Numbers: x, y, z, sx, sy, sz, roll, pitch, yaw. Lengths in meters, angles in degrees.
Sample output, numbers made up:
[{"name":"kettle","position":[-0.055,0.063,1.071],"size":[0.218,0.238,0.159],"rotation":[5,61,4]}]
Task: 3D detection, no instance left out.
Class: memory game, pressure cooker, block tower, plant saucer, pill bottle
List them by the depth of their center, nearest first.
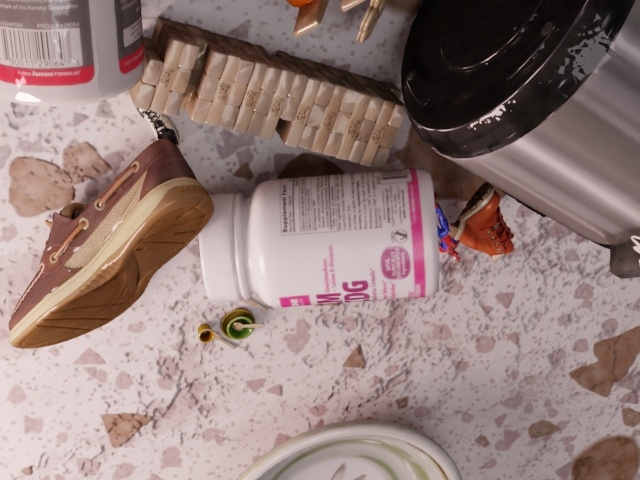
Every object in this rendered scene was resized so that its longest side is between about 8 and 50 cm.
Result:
[{"name":"pill bottle","position":[-0.276,-0.312,1.128],"size":[0.176,0.176,0.318],"rotation":[-7,120,-15]},{"name":"memory game","position":[0.086,-0.308,1.257],"size":[0.012,0.186,0.186],"rotation":[27,109,1]},{"name":"pressure cooker","position":[0.351,-0.179,1.290],"size":[0.420,0.375,0.369],"rotation":[26,107,-26]},{"name":"block tower","position":[-0.056,-0.174,1.326],"size":[0.336,0.097,0.091],"rotation":[11,114,-25]},{"name":"pill bottle","position":[0.000,0.000,1.372],"size":[0.283,0.160,0.160],"rotation":[-4,120,3]},{"name":"plant saucer","position":[0.017,0.414,1.667],"size":[0.401,0.100,0.400],"rotation":[-8,120,-14]}]

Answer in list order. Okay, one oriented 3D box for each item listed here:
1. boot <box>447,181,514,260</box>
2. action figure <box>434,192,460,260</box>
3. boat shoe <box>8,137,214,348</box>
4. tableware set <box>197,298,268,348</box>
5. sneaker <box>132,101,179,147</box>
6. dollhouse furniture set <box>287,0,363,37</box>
[{"name":"boot","position":[0.221,-0.021,1.434],"size":[0.085,0.158,0.059],"rotation":[37,77,9]},{"name":"action figure","position":[0.167,-0.014,1.527],"size":[0.038,0.030,0.115],"rotation":[-34,125,-3]},{"name":"boat shoe","position":[-0.272,0.007,1.349],"size":[0.342,0.123,0.123],"rotation":[-42,154,29]},{"name":"tableware set","position":[-0.109,0.079,1.487],"size":[0.104,0.024,0.154],"rotation":[31,105,-29]},{"name":"sneaker","position":[-0.193,-0.144,1.330],"size":[0.032,0.037,0.083],"rotation":[-35,121,4]},{"name":"dollhouse furniture set","position":[-0.029,-0.348,1.145],"size":[0.259,0.135,0.262],"rotation":[-20,131,40]}]
